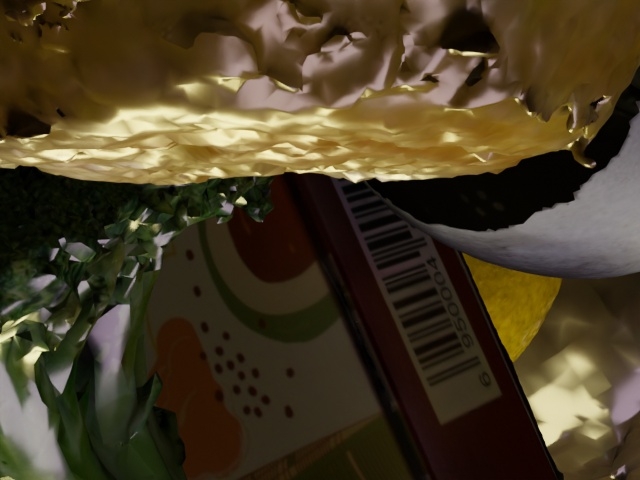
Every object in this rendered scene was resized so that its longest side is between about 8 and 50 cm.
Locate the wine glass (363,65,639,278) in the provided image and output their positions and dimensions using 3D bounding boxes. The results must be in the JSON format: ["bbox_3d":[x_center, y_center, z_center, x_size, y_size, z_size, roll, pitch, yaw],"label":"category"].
[{"bbox_3d":[0.144,-0.099,0.956,0.238,0.238,0.323,-26,170,28],"label":"wine glass"}]

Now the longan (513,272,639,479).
[{"bbox_3d":[0.251,0.026,1.671,0.404,0.404,0.436,-24,176,9],"label":"longan"}]

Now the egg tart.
[{"bbox_3d":[-0.015,-0.085,0.563,0.341,0.132,0.341,0,178,0],"label":"egg tart"}]

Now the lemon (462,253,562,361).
[{"bbox_3d":[0.071,-0.012,1.394,0.219,0.240,0.240,-35,178,-20],"label":"lemon"}]

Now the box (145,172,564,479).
[{"bbox_3d":[-0.101,0.083,1.058,0.385,0.345,0.122,-27,174,31],"label":"box"}]

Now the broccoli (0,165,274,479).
[{"bbox_3d":[-0.147,0.017,0.798,0.308,0.275,0.308,-32,-161,12],"label":"broccoli"}]
